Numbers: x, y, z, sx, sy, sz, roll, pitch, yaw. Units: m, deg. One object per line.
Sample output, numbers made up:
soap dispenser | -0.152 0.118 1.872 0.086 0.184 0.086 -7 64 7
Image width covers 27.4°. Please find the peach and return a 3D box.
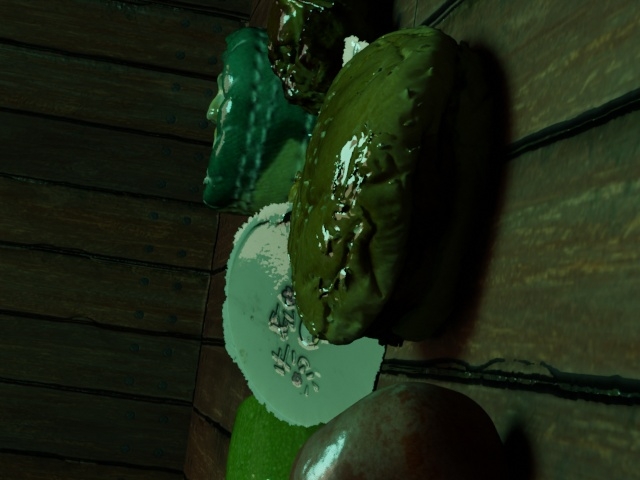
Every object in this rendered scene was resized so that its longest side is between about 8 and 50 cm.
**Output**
peach | 0.061 0.178 0.861 0.152 0.152 0.152 -171 90 -81

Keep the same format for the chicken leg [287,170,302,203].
chicken leg | -0.009 -0.022 1.554 0.207 0.085 0.101 119 154 -59

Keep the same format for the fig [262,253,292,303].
fig | -0.004 0.028 1.446 0.177 0.117 0.117 -56 -23 -78

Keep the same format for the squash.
squash | -0.057 0.316 1.473 0.203 0.111 0.289 112 163 -59

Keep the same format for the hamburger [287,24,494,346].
hamburger | 0.048 -0.048 1.095 0.285 0.134 0.266 -118 35 -71

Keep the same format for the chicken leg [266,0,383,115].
chicken leg | 0.019 -0.297 1.484 0.211 0.140 0.361 -80 1 -53

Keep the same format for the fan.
fan | 0.000 0.000 1.311 0.233 0.012 0.415 31 118 35

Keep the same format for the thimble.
thimble | -0.066 -0.154 1.761 0.288 0.167 0.254 -158 78 -82
